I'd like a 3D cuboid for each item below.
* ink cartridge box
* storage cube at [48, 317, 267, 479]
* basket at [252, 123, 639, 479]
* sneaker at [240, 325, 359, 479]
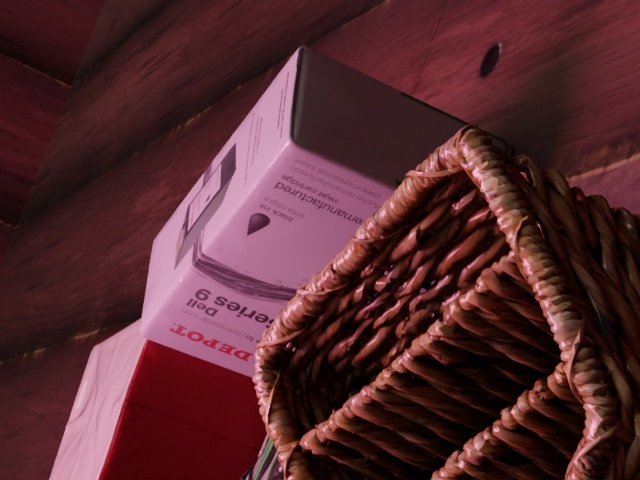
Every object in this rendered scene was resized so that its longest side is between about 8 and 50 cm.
[{"bbox_3d":[0.000,0.000,1.513,0.289,0.211,0.121,-50,25,42],"label":"ink cartridge box"},{"bbox_3d":[-0.129,0.198,1.647,0.215,0.193,0.183,-27,42,61],"label":"storage cube"},{"bbox_3d":[0.096,0.119,1.078,0.299,0.223,0.213,-45,27,45],"label":"basket"},{"bbox_3d":[-0.002,0.164,1.340,0.146,0.134,0.343,-50,6,31],"label":"sneaker"}]
